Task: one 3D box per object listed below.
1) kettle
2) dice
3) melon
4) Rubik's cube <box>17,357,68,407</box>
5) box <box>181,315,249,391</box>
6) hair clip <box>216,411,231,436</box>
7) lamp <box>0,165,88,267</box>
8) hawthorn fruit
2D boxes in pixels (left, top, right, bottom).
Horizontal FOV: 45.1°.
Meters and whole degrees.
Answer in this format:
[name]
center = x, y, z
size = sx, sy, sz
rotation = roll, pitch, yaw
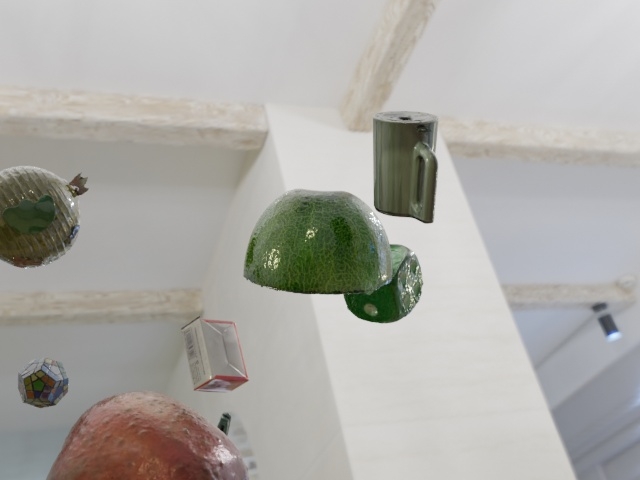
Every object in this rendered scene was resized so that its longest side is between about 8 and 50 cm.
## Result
[kettle]
center = 0.136, -0.113, 1.161
size = 0.098, 0.127, 0.148
rotation = -25, -59, -52
[dice]
center = 0.126, 0.087, 1.553
size = 0.131, 0.128, 0.120
rotation = -1, -62, 33
[melon]
center = 0.000, 0.000, 1.304
size = 0.265, 0.169, 0.129
rotation = 1, 7, -3
[Rubik's cube]
center = -0.597, 0.307, 1.661
size = 0.111, 0.111, 0.093
rotation = -20, -61, 8
[box]
center = -0.284, 0.305, 2.049
size = 0.099, 0.182, 0.133
rotation = -34, -29, 31
[hair clip]
center = -0.215, 0.412, 1.560
size = 0.039, 0.070, 0.229
rotation = 26, -55, 7
[lamp]
center = -0.674, -0.070, 1.835
size = 0.284, 0.250, 0.250
rotation = -37, -26, -23
[hawthorn fruit]
center = -0.213, 0.354, 1.013
size = 0.275, 0.300, 0.275
rotation = -42, -34, -37
